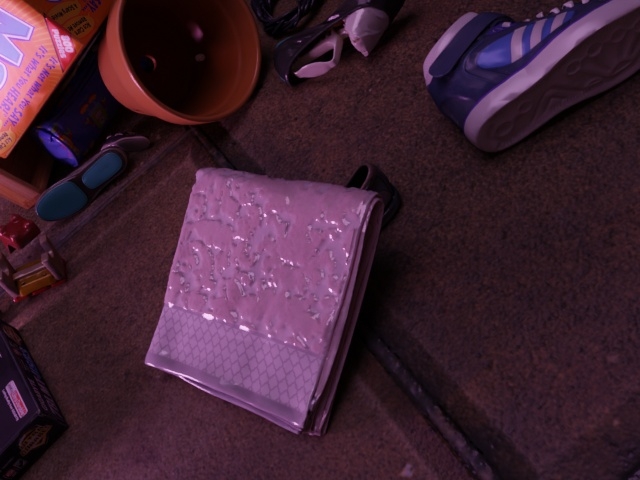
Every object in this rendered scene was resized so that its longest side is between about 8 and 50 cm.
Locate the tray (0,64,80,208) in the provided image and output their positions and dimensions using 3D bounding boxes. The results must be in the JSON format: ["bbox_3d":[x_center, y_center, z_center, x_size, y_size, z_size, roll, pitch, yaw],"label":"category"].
[{"bbox_3d":[-0.668,-0.284,1.560,0.076,0.203,0.410,-29,45,33],"label":"tray"}]

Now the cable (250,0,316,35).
[{"bbox_3d":[-0.061,-0.483,1.447,0.151,0.047,0.184,-30,44,3],"label":"cable"}]

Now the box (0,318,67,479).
[{"bbox_3d":[-0.583,0.311,1.164,0.293,0.073,0.295,-47,47,-5],"label":"box"}]

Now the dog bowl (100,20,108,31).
[{"bbox_3d":[-0.439,-0.634,1.751,0.349,0.102,0.348,-17,49,21],"label":"dog bowl"}]

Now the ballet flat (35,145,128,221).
[{"bbox_3d":[-0.468,-0.112,1.419,0.213,0.072,0.068,-36,19,4],"label":"ballet flat"}]

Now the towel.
[{"bbox_3d":[-0.091,0.064,0.976,0.332,0.053,0.316,12,85,37],"label":"towel"}]

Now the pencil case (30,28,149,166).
[{"bbox_3d":[-0.489,-0.308,1.522,0.119,0.133,0.306,22,71,18],"label":"pencil case"}]

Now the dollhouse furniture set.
[{"bbox_3d":[-0.663,0.090,1.354,0.374,0.152,0.201,-22,45,-6],"label":"dollhouse furniture set"}]

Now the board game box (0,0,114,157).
[{"bbox_3d":[-0.619,-0.460,1.367,0.356,0.356,0.356,-38,28,37],"label":"board game box"}]

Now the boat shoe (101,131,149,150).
[{"bbox_3d":[-0.391,-0.201,1.440,0.125,0.046,0.038,-11,57,36],"label":"boat shoe"}]

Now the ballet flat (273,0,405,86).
[{"bbox_3d":[0.041,-0.354,1.256,0.280,0.095,0.096,-27,56,26],"label":"ballet flat"}]

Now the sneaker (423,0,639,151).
[{"bbox_3d":[0.296,-0.291,1.010,0.323,0.130,0.236,-35,50,13],"label":"sneaker"}]

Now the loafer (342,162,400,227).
[{"bbox_3d":[0.000,0.000,1.013,0.267,0.084,0.096,-49,46,-8],"label":"loafer"}]

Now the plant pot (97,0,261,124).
[{"bbox_3d":[-0.285,-0.353,1.343,0.203,0.291,0.290,-2,55,51],"label":"plant pot"}]
